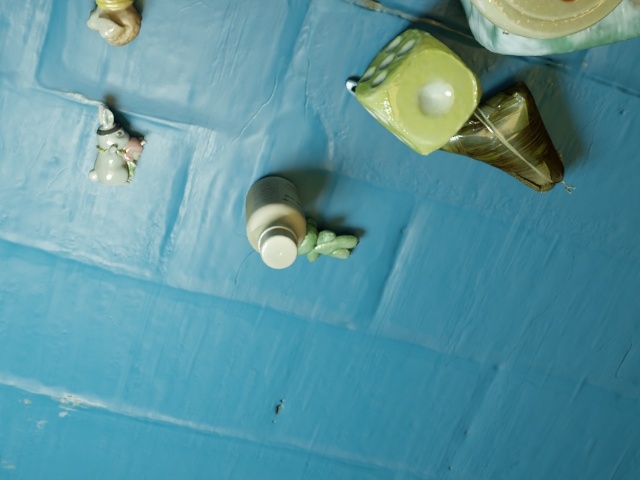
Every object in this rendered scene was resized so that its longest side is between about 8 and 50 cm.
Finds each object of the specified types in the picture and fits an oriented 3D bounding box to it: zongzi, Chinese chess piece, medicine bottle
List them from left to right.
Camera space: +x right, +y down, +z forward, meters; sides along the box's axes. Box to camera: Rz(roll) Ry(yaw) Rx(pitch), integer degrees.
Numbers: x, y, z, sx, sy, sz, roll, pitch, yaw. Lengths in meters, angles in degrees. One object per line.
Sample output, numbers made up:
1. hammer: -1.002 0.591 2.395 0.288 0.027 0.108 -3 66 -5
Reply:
1. medicine bottle: -0.084 -0.030 1.625 0.114 0.252 0.114 -2 114 -4
2. zongzi: 0.341 -0.160 1.703 0.241 0.111 0.247 -26 118 17
3. Chinese chess piece: 0.324 -0.419 1.217 0.274 0.102 0.273 -2 114 -5

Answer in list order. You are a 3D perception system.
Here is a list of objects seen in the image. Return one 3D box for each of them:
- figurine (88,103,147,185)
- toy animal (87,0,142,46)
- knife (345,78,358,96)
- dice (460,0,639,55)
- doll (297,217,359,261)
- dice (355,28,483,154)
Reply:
1. figurine: -0.385 -0.183 1.635 0.098 0.081 0.146 -10 119 -51
2. toy animal: -0.326 -0.437 1.504 0.184 0.104 0.185 -11 110 -9
3. knife: 0.182 -0.238 1.691 0.313 0.019 0.044 23 113 -16
4. dice: 0.400 -0.513 1.420 0.331 0.328 0.348 -14 115 0
5. doll: 0.000 0.000 1.756 0.151 0.077 0.115 12 150 -22
6. dice: 0.178 -0.273 1.578 0.166 0.169 0.169 40 94 -21
